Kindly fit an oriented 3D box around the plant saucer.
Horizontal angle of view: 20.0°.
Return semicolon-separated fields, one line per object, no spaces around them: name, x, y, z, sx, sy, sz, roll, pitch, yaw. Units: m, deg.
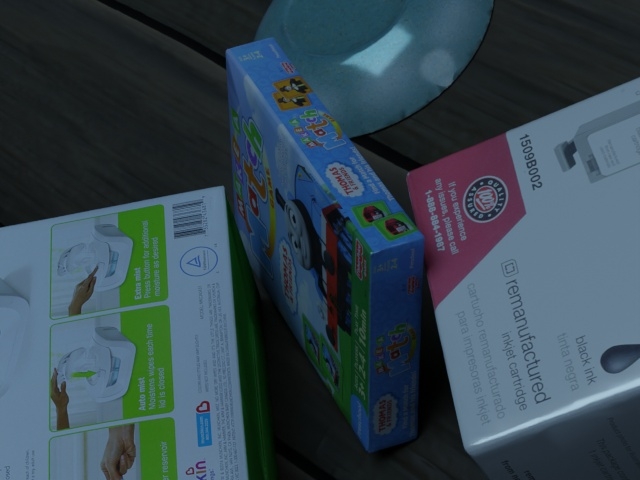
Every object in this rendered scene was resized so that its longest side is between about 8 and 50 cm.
plant saucer;0.026;-0.159;1.289;0.195;0.037;0.195;-17;49;20

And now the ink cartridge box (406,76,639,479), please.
ink cartridge box;0.209;0.012;0.991;0.283;0.117;0.207;-23;48;15

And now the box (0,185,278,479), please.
box;-0.148;0.117;1.080;0.231;0.127;0.262;-12;49;4

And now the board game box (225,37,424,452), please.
board game box;0.000;0.000;1.100;0.039;0.160;0.211;-16;43;-17
